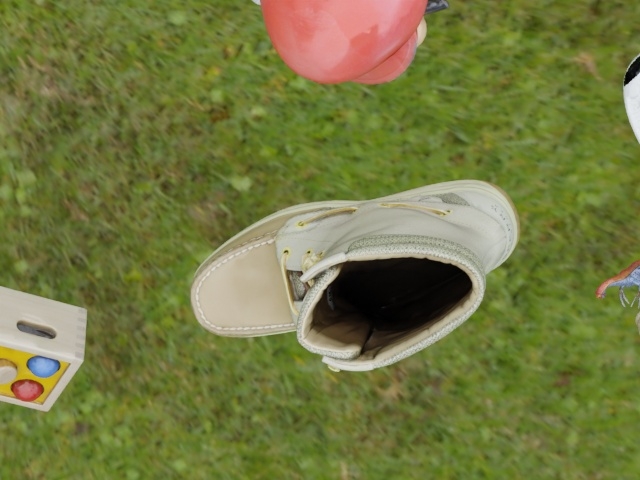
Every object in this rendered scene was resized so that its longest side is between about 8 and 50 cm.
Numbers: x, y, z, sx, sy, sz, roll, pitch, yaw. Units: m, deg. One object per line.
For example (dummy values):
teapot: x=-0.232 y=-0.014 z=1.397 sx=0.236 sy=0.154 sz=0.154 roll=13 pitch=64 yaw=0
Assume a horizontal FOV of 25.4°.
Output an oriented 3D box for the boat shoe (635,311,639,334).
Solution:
boat shoe: x=0.499 y=0.075 z=1.698 sx=0.302 sy=0.103 sz=0.113 roll=-16 pitch=139 yaw=-40

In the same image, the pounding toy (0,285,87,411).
pounding toy: x=-0.345 y=0.131 z=1.540 sx=0.141 sy=0.100 sz=0.130 roll=17 pitch=136 yaw=-24

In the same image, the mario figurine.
mario figurine: x=0.069 y=-0.213 z=0.955 sx=0.170 sy=0.198 sz=0.320 roll=40 pitch=59 yaw=-12

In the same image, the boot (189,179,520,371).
boot: x=0.003 y=0.027 z=0.815 sx=0.213 sy=0.165 sz=0.077 roll=-14 pitch=101 yaw=17

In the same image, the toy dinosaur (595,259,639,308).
toy dinosaur: x=0.340 y=0.041 z=1.572 sx=0.082 sy=0.047 sz=0.090 roll=8 pitch=64 yaw=-23

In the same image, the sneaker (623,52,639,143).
sneaker: x=0.482 y=-0.125 z=1.588 sx=0.323 sy=0.236 sz=0.130 roll=44 pitch=127 yaw=-4
